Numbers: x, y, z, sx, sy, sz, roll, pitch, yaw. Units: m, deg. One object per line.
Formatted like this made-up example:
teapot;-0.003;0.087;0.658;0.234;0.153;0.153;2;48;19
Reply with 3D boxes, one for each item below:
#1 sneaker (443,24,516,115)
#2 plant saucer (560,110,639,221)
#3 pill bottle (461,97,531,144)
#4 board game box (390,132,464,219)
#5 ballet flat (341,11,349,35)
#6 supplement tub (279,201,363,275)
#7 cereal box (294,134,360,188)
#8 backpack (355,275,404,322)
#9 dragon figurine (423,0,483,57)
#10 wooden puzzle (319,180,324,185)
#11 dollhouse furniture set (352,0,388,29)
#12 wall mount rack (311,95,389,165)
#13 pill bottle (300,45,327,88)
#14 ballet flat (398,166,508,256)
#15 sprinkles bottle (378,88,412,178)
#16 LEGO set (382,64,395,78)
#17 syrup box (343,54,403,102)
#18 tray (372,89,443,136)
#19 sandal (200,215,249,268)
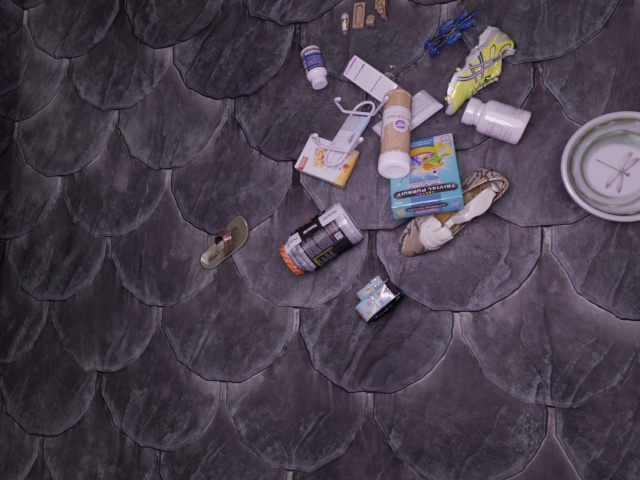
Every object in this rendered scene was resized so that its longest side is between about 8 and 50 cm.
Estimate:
sneaker;0.626;-0.662;1.637;0.147;0.145;0.384;34;95;15
plant saucer;1.083;-0.260;1.498;0.401;0.100;0.400;-1;84;14
pill bottle;0.679;-0.472;1.609;0.229;0.131;0.131;25;91;16
board game box;0.402;-0.254;1.602;0.254;0.079;0.336;-8;53;18
ballet flat;0.111;-0.984;1.858;0.041;0.041;0.114;-2;84;15
supplement tub;0.000;0.000;1.710;0.316;0.193;0.193;-34;77;8
cereal box;0.029;-0.345;1.799;0.240;0.047;0.173;23;81;16
backpack;0.221;0.236;1.642;0.144;0.166;0.188;42;92;16
dragon figurine;0.534;-0.843;1.650;0.144;0.289;0.085;-39;97;-21
wooden puzzle;0.035;-0.300;1.822;0.116;0.014;0.078;-42;71;2
dollhouse furniture set;0.211;-1.020;1.791;0.151;0.123;0.144;3;85;15
wall mount rack;0.131;-0.468;1.685;0.304;0.130;0.350;20;75;42
pill bottle;-0.024;-0.769;1.843;0.094;0.094;0.169;-18;80;12
ballet flat;0.509;-0.097;1.582;0.483;0.182;0.164;-40;109;7
sprinkles bottle;0.292;-0.416;1.605;0.121;0.121;0.355;0;65;15
LEGO set;0.294;-0.727;1.792;0.054;0.023;0.083;6;86;15
syrup box;0.223;-0.678;1.759;0.237;0.093;0.096;42;114;15
tray;0.357;-0.521;1.718;0.270;0.030;0.145;-37;56;5
sandal;-0.436;0.016;1.878;0.120;0.086;0.303;44;96;14
